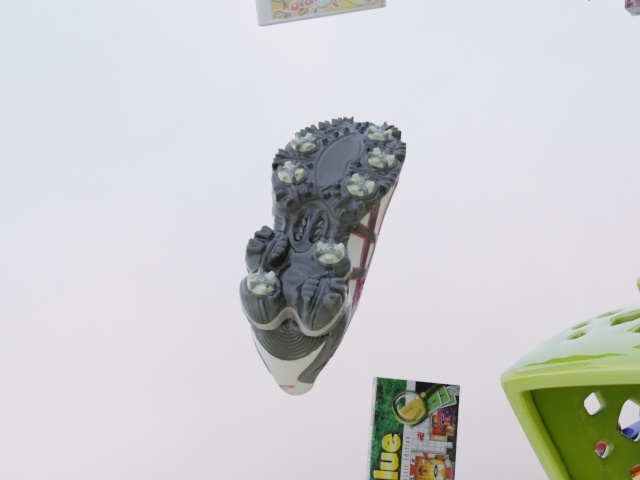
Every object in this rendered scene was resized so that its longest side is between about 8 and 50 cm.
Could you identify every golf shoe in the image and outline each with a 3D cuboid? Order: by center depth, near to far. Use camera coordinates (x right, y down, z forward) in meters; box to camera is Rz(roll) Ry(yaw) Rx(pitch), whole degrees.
[{"bbox_3d":[0.000,0.000,0.853,0.105,0.273,0.120,12,-44,13],"label":"golf shoe"}]

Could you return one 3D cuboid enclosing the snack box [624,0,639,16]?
[{"bbox_3d":[0.437,-0.327,1.208,0.141,0.100,0.037,0,-8,33],"label":"snack box"}]

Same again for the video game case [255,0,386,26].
[{"bbox_3d":[-0.011,-0.457,1.606,0.226,0.207,0.026,-2,9,28],"label":"video game case"}]

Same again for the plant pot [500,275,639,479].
[{"bbox_3d":[0.313,0.135,0.753,0.207,0.228,0.227,-34,10,-32],"label":"plant pot"}]

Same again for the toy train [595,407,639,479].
[{"bbox_3d":[0.333,0.276,1.115,0.105,0.143,0.248,33,-39,-5],"label":"toy train"}]

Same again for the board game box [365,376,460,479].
[{"bbox_3d":[0.136,0.340,1.522,0.136,0.260,0.030,6,-12,-8],"label":"board game box"}]
